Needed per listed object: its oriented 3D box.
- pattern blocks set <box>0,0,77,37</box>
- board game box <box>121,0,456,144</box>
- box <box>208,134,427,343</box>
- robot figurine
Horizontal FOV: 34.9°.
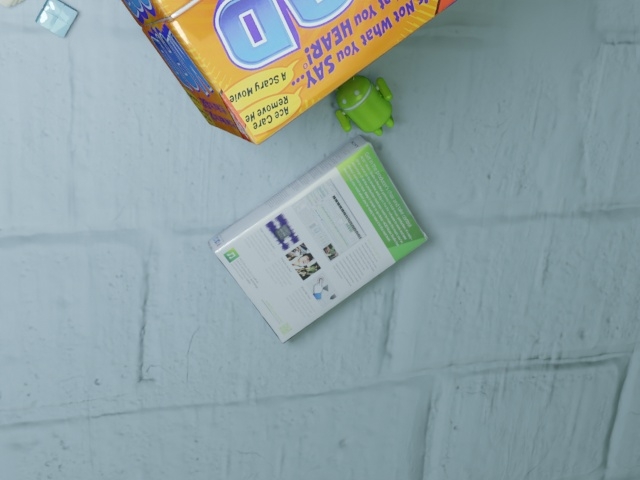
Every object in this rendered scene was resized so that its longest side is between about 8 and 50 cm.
[{"bbox_3d":[-0.462,-0.430,1.408,0.325,0.026,0.285,17,106,-27],"label":"pattern blocks set"},{"bbox_3d":[-0.076,-0.383,1.332,0.356,0.356,0.356,-37,107,-6],"label":"board game box"},{"bbox_3d":[0.000,0.000,1.764,0.322,0.058,0.232,-34,121,-2],"label":"box"},{"bbox_3d":[0.073,-0.224,1.681,0.101,0.067,0.115,-34,123,20],"label":"robot figurine"}]
